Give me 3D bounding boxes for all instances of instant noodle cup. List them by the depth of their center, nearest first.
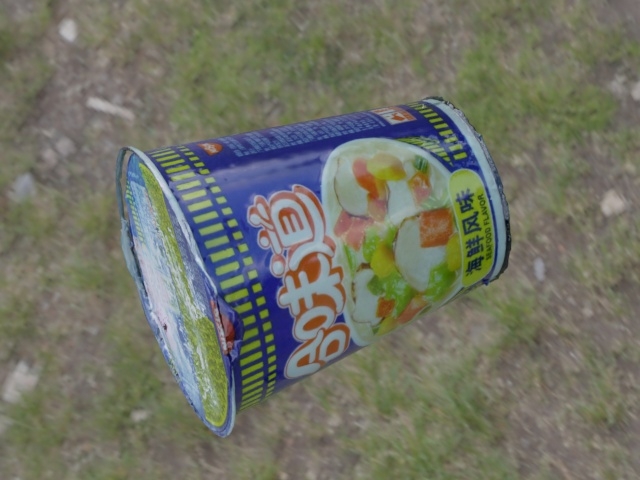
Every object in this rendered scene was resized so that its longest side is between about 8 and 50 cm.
[{"bbox_3d":[0.000,0.000,1.361,0.312,0.284,0.284,-19,57,-19],"label":"instant noodle cup"}]
